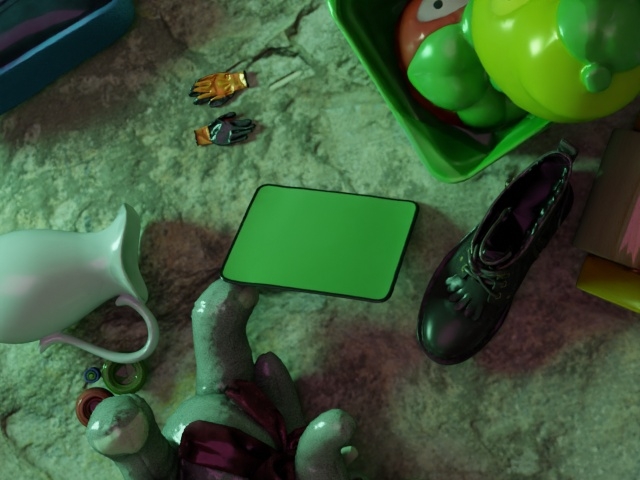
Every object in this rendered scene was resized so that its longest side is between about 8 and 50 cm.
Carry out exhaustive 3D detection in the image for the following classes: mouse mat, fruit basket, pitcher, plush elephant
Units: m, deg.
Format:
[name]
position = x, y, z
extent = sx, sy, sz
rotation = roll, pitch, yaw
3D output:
[mouse mat]
position = 0.000, 0.000, 1.375
extent = 0.189, 0.007, 0.153
rotation = 7, 47, 17
[fruit basket]
position = 0.209, -0.226, 1.194
extent = 0.392, 0.392, 0.283
rotation = -33, 80, 12
[pitcher]
position = -0.292, 0.067, 1.447
extent = 0.207, 0.125, 0.178
rotation = -15, 82, 4
[plush elephant]
position = -0.043, 0.242, 1.306
extent = 0.255, 0.272, 0.330
rotation = 6, 119, 28

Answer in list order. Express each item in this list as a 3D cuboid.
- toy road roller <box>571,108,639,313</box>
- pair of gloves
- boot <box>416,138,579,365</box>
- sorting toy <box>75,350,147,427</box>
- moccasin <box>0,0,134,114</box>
[toy road roller]
position = 0.433, 0.007, 1.237
extent = 0.329, 0.240, 0.203
rotation = 25, 96, 52
[pair of gloves]
position = -0.113, -0.149, 1.460
extent = 0.074, 0.010, 0.083
rotation = -10, 86, 14
[boot]
position = 0.166, 0.016, 1.264
extent = 0.091, 0.229, 0.263
rotation = 33, 97, 9
[sorting toy]
position = -0.243, 0.167, 1.475
extent = 0.061, 0.042, 0.102
rotation = 40, 87, -3
[moccasin]
position = -0.380, -0.222, 1.490
extent = 0.342, 0.138, 0.117
rotation = -27, 77, -1
